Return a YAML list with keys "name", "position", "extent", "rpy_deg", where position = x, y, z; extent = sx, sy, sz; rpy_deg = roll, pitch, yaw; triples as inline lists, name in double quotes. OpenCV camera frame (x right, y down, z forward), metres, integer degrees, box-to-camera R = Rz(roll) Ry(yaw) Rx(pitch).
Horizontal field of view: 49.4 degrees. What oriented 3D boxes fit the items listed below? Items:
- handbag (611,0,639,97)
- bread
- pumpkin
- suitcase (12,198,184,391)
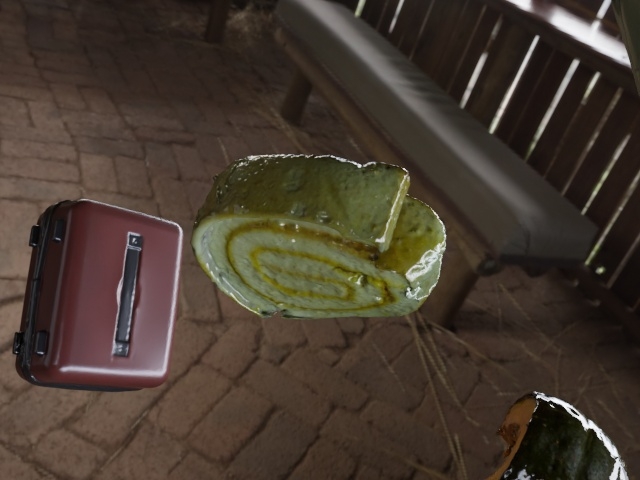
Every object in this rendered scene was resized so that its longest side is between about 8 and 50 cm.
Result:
- name: "handbag"
  position: [0.373, -0.167, 0.530]
  extent: [0.109, 0.241, 0.315]
  rpy_deg: [-25, 10, -11]
- name: "bread"
  position: [0.000, 0.000, 0.430]
  extent: [0.156, 0.117, 0.064]
  rpy_deg: [3, 55, 19]
- name: "pumpkin"
  position: [0.416, 0.446, 1.297]
  extent: [0.226, 0.303, 0.256]
  rpy_deg: [30, -14, 4]
- name: "suitcase"
  position: [-0.352, 0.094, 1.134]
  extent: [0.161, 0.296, 0.236]
  rpy_deg: [-10, -19, 44]
